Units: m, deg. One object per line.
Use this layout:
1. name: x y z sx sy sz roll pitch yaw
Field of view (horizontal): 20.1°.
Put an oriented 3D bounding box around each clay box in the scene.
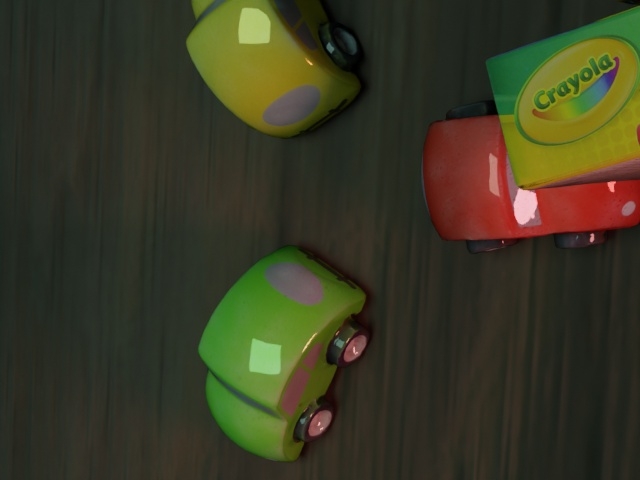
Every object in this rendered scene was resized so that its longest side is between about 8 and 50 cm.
1. clay box: 0.182 -0.069 0.598 0.222 0.127 0.053 -18 84 34

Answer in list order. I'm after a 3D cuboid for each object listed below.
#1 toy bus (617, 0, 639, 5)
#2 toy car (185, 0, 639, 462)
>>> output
1. toy bus: 0.100 -0.251 0.633 0.108 0.130 0.333 -27 80 33
2. toy car: 0.000 0.000 0.776 0.239 0.053 0.225 33 112 28
